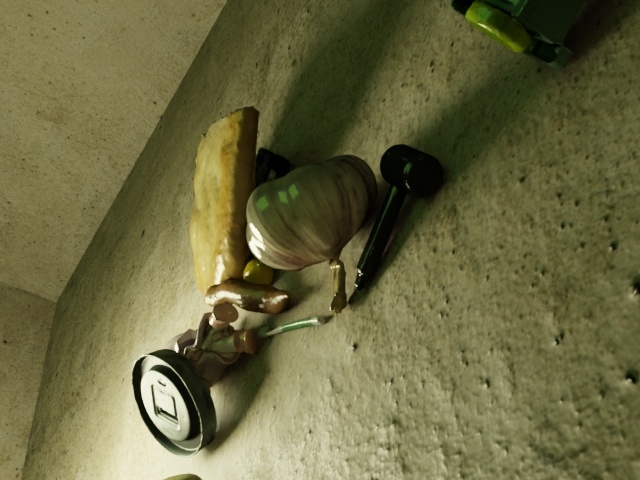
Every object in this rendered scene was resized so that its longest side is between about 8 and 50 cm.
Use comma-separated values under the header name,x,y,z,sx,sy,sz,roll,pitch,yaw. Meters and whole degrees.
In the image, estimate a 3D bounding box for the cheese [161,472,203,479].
name,x,y,z,sx,sy,sz,roll,pitch,yaw
cheese,-0.326,0.553,1.571,0.328,0.129,0.351,-64,25,8

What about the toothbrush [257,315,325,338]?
name,x,y,z,sx,sy,sz,roll,pitch,yaw
toothbrush,-0.058,0.160,1.538,0.257,0.018,0.024,-21,42,59

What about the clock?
name,x,y,z,sx,sy,sz,roll,pitch,yaw
clock,-0.296,0.325,1.667,0.226,0.049,0.226,19,119,38

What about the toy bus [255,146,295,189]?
name,x,y,z,sx,sy,sz,roll,pitch,yaw
toy bus,-0.108,-0.127,1.841,0.101,0.088,0.175,-59,26,22

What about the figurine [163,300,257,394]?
name,x,y,z,sx,sy,sz,roll,pitch,yaw
figurine,-0.237,0.228,1.704,0.276,0.133,0.200,-41,29,41

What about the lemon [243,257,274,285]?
name,x,y,z,sx,sy,sz,roll,pitch,yaw
lemon,-0.128,0.071,1.720,0.092,0.065,0.065,114,166,-50

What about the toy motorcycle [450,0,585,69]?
name,x,y,z,sx,sy,sz,roll,pitch,yaw
toy motorcycle,0.273,-0.381,1.181,0.191,0.199,0.326,-58,35,14

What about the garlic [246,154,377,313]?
name,x,y,z,sx,sy,sz,roll,pitch,yaw
garlic,0.000,0.000,1.398,0.245,0.245,0.253,-35,74,50

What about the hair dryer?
name,x,y,z,sx,sy,sz,roll,pitch,yaw
hair dryer,0.108,-0.030,1.322,0.248,0.070,0.114,-66,23,6

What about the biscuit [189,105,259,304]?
name,x,y,z,sx,sy,sz,roll,pitch,yaw
biscuit,-0.235,-0.074,1.891,0.429,0.103,0.447,-162,77,-69

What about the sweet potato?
name,x,y,z,sx,sy,sz,roll,pitch,yaw
sweet potato,-0.130,0.111,1.642,0.281,0.067,0.059,2,33,46
